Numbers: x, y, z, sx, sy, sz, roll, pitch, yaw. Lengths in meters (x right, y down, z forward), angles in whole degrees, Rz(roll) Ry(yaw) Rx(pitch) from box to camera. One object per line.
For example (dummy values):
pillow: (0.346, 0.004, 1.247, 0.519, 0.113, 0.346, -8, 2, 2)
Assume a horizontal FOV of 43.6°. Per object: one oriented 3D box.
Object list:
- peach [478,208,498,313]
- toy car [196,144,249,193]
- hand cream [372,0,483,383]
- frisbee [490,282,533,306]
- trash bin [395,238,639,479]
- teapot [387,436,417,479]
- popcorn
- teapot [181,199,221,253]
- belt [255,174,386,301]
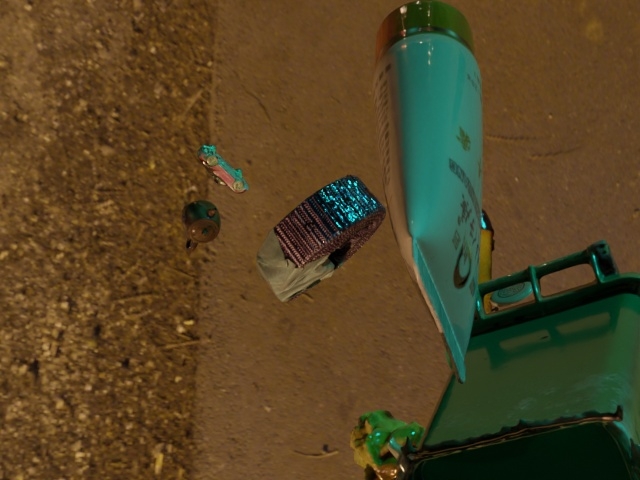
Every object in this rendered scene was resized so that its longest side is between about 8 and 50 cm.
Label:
peach: (0.332, 0.051, 1.942, 0.153, 0.159, 0.268, -4, 101, -10)
toy car: (-0.216, -0.152, 1.758, 0.055, 0.142, 0.069, -41, 28, 12)
hand cream: (0.078, -0.061, 0.598, 0.089, 0.140, 0.314, -9, 51, 18)
frisbee: (0.439, 0.117, 1.837, 0.110, 0.110, 0.014, -24, 106, 17)
trash bin: (0.233, 0.184, 0.767, 0.259, 0.381, 0.295, -20, 90, 23)
teapot: (0.214, 0.551, 1.572, 0.149, 0.318, 0.220, -13, 32, 16)
popcorn: (0.187, 0.520, 1.930, 0.256, 0.255, 0.195, 40, 85, 22)
teapot: (-0.231, -0.024, 1.541, 0.121, 0.076, 0.068, -56, 33, 24)
belt: (0.000, 0.000, 1.502, 0.260, 0.325, 0.122, -37, 81, -11)
